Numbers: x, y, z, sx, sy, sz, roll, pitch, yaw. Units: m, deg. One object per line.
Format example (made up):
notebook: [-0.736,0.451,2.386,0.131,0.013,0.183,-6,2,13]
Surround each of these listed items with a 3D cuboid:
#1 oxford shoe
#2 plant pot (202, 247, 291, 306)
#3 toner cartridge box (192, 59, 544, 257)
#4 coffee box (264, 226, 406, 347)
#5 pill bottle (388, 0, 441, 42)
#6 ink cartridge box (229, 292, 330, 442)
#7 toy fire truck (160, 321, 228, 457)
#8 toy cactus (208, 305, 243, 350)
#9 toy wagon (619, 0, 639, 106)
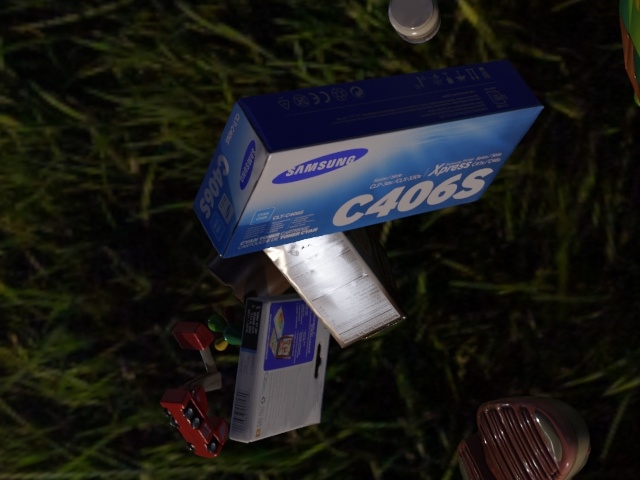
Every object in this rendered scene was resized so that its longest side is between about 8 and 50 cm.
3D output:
oxford shoe: [0.292,0.267,1.546,0.397,0.146,0.140,113,137,-72]
plant pot: [-0.092,0.025,1.893,0.165,0.167,0.167,-46,54,-7]
toner cartridge box: [0.053,-0.089,1.205,0.075,0.348,0.165,59,144,26]
coffee box: [0.000,0.000,1.459,0.098,0.246,0.141,-28,39,12]
pill bottle: [0.146,-0.352,1.797,0.078,0.137,0.078,0,93,9]
ink cartridge box: [-0.053,0.181,1.711,0.045,0.208,0.206,8,93,28]
toy fire truck: [-0.191,0.235,1.830,0.047,0.135,0.192,0,134,31]
toy cactus: [-0.093,0.178,1.906,0.219,0.112,0.180,46,168,14]
toy wagon: [0.379,-0.242,1.259,0.267,0.068,0.344,81,-178,-46]
